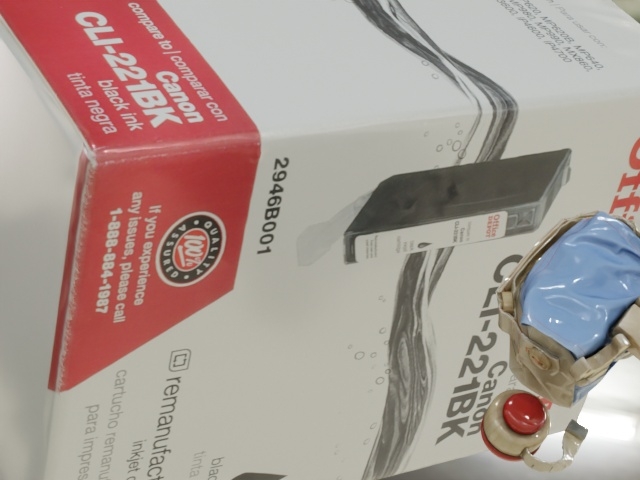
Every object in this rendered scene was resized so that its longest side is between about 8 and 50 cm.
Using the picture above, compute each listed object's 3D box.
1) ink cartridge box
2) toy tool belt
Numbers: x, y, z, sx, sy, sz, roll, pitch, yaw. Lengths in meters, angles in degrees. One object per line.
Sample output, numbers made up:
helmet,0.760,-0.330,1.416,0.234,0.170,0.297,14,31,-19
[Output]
ink cartridge box,0.000,0.000,0.640,0.273,0.114,0.197,-10,-49,-30
toy tool belt,0.078,0.024,0.466,0.052,0.083,0.051,32,-33,9
